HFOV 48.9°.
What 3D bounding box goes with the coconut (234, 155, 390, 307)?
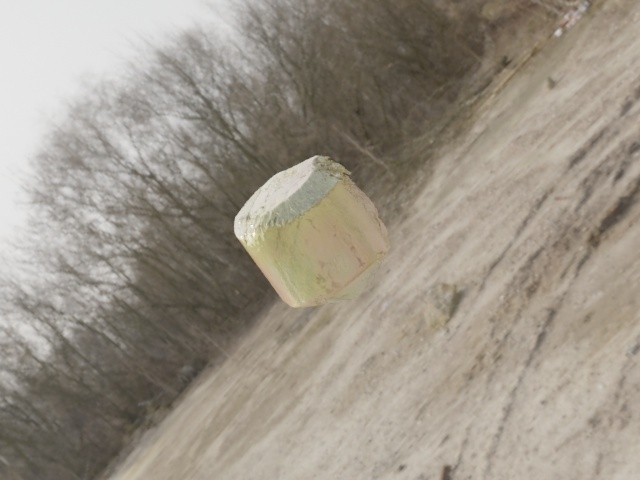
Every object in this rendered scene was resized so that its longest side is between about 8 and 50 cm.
[{"bbox_3d":[0.000,0.000,0.604,0.116,0.122,0.116,-32,22,14],"label":"coconut"}]
